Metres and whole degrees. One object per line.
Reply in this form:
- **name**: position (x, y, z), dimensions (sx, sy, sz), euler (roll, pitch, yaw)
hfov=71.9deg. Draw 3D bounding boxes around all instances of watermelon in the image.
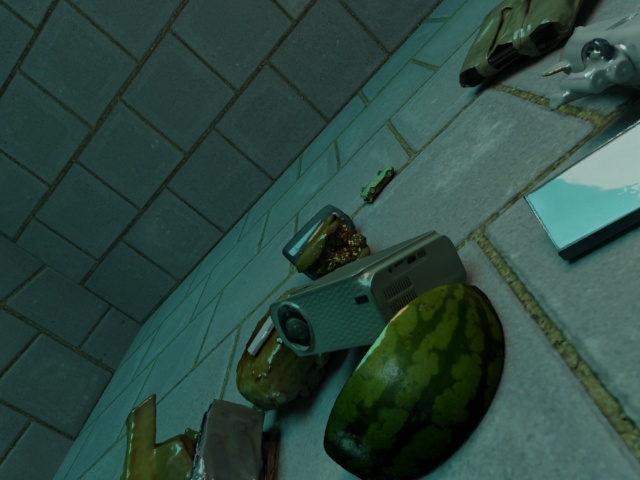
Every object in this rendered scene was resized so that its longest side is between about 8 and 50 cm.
- **watermelon**: position (0.129, 0.181, 0.530), dimensions (0.128, 0.159, 0.303), euler (36, 86, 34)

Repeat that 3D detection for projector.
- **projector**: position (0.067, 0.089, 0.687), dimensions (0.198, 0.108, 0.250), euler (-23, -2, -40)

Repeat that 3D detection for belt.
- **belt**: position (-0.149, 0.377, 0.727), dimensions (0.230, 0.126, 0.139), euler (-98, 27, -66)

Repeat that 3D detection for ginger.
- **ginger**: position (-0.395, 0.519, 0.901), dimensions (0.413, 0.211, 0.358), euler (-50, 15, 1)

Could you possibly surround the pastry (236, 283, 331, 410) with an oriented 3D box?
- **pastry**: position (-0.064, 0.211, 0.868), dimensions (0.257, 0.121, 0.236), euler (-58, 15, -17)

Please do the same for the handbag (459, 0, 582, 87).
- **handbag**: position (0.476, -0.504, 1.028), dimensions (0.316, 0.109, 0.253), euler (-13, 46, 62)

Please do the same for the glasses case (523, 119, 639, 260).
- **glasses case**: position (0.383, -0.082, 0.503), dimensions (0.266, 0.056, 0.105), euler (-39, 45, 31)

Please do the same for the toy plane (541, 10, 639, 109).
- **toy plane**: position (0.436, -0.263, 0.629), dimensions (0.245, 0.117, 0.244), euler (-26, 21, 11)

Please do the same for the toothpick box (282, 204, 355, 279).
- **toothpick box**: position (0.000, 0.000, 1.138), dimensions (0.184, 0.120, 0.120), euler (-50, 17, -8)

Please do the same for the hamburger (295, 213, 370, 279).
- **hamburger**: position (0.033, 0.034, 0.987), dimensions (0.159, 0.131, 0.185), euler (-50, 9, 32)

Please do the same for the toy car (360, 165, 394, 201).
- **toy car**: position (0.158, -0.157, 1.211), dimensions (0.122, 0.035, 0.059), euler (-44, 17, -8)

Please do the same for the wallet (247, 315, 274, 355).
- **wallet**: position (-0.106, 0.174, 0.817), dimensions (0.083, 0.011, 0.044), euler (-56, 15, -9)
